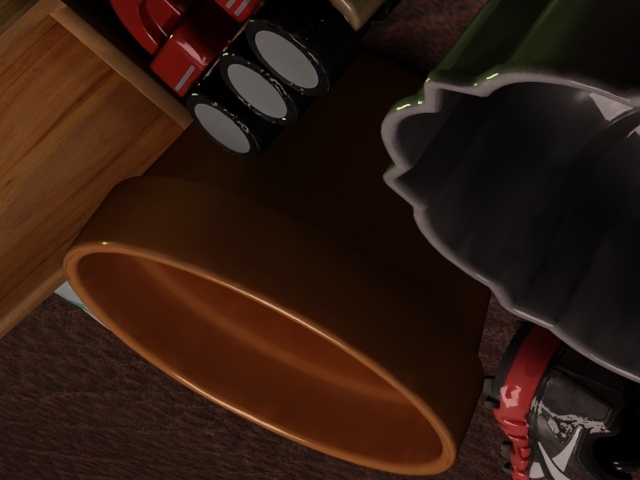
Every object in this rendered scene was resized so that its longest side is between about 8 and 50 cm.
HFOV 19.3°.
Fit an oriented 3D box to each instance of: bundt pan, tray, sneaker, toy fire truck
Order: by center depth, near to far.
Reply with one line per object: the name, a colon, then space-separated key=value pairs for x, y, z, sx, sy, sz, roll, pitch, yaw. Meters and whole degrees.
bundt pan: x=0.200 y=-0.030 z=0.879 sx=0.330 sy=0.124 sz=0.331 roll=25 pitch=162 yaw=9
toy fire truck: x=-0.087 y=-0.171 z=1.070 sx=0.246 sy=0.158 sz=0.217 roll=42 pitch=160 yaw=-5
tray: x=-0.290 y=-0.008 z=1.366 sx=0.203 sy=0.411 sz=0.076 roll=40 pitch=-168 yaw=-45
sneaker: x=0.220 y=0.164 z=1.558 sx=0.135 sy=0.098 sz=0.276 roll=22 pitch=159 yaw=23

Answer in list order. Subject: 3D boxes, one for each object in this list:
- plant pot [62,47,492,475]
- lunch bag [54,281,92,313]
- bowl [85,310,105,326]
plant pot: x=0.000 y=0.000 z=1.274 sx=0.290 sy=0.203 sz=0.291 roll=24 pitch=161 yaw=9
lunch bag: x=-0.180 y=-0.014 z=1.634 sx=0.224 sy=0.108 sz=0.279 roll=24 pitch=161 yaw=8
bowl: x=-0.184 y=0.058 z=1.910 sx=0.142 sy=0.053 sz=0.142 roll=11 pitch=154 yaw=42
